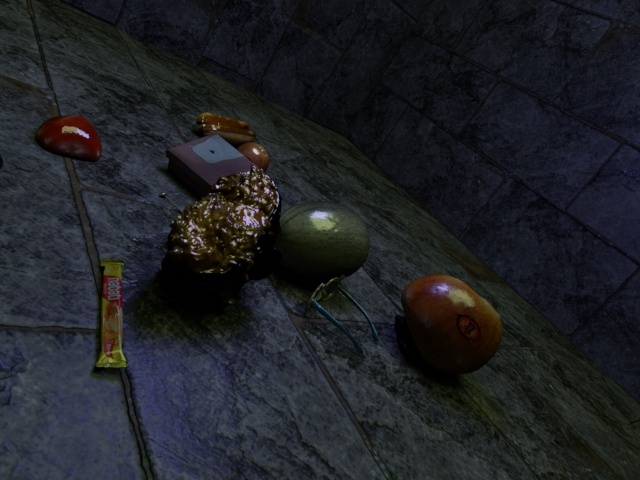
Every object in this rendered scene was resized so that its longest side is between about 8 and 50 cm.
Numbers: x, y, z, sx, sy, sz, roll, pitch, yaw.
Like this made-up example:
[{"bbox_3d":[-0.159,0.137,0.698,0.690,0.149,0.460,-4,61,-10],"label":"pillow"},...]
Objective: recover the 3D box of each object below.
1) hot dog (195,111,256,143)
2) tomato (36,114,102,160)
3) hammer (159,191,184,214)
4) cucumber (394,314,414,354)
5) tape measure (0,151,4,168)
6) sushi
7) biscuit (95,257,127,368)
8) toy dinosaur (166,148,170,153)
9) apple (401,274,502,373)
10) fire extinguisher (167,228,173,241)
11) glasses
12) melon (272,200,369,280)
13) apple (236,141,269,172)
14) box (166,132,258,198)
[{"bbox_3d":[-0.412,-0.481,2.087,0.135,0.100,0.337,50,26,17],"label":"hot dog"},{"bbox_3d":[-0.685,-0.301,1.293,0.166,0.082,0.174,11,32,-45],"label":"tomato"},{"bbox_3d":[-0.414,-0.097,1.340,0.123,0.014,0.029,42,31,15],"label":"hammer"},{"bbox_3d":[0.256,0.288,1.426,0.053,0.053,0.181,30,23,-11],"label":"cucumber"},{"bbox_3d":[-0.746,-0.189,0.905,0.197,0.120,0.236,43,27,19],"label":"tape measure"},{"bbox_3d":[-0.193,-0.008,1.069,0.235,0.207,0.348,28,49,2],"label":"sushi"},{"bbox_3d":[-0.385,0.126,0.864,0.048,0.026,0.292,0,34,-24],"label":"biscuit"},{"bbox_3d":[-0.367,-0.251,1.675,0.363,0.076,0.147,33,37,4],"label":"toy dinosaur"},{"bbox_3d":[0.390,0.234,1.388,0.309,0.250,0.277,59,16,-23],"label":"apple"},{"bbox_3d":[-0.261,0.021,1.183,0.231,0.099,0.071,32,-18,-2],"label":"fire extinguisher"},{"bbox_3d":[0.055,0.217,1.302,0.220,0.088,0.190,59,24,9],"label":"glasses"},{"bbox_3d":[0.000,0.000,1.408,0.329,0.248,0.248,9,31,-42],"label":"melon"},{"bbox_3d":[-0.277,-0.324,1.885,0.146,0.131,0.146,35,18,-13],"label":"apple"},{"bbox_3d":[-0.356,-0.238,1.545,0.215,0.086,0.215,39,43,15],"label":"box"}]
